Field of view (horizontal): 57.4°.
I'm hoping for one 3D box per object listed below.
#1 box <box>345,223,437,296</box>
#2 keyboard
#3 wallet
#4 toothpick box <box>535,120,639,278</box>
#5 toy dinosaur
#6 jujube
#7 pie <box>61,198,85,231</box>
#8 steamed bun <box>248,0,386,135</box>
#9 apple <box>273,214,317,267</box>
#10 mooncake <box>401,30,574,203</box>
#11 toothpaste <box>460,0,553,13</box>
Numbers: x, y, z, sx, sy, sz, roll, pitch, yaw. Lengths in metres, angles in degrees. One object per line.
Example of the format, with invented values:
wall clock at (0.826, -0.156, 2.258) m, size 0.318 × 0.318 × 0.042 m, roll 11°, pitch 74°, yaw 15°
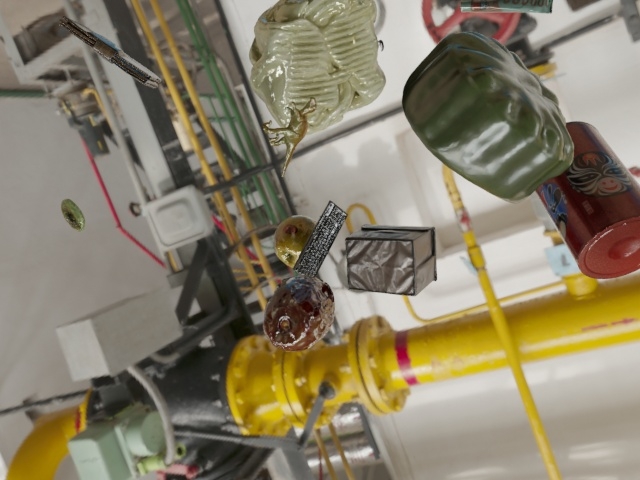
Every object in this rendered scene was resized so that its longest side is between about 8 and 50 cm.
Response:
box at (0.211, 0.057, 1.793) m, size 0.252 × 0.188 × 0.153 m, roll 5°, pitch -161°, yaw 34°
keyboard at (0.000, 0.000, 1.770) m, size 0.017 × 0.087 × 0.250 m, roll -1°, pitch -125°, yaw 58°
wallet at (-0.484, -0.436, 1.360) m, size 0.042 × 0.230 × 0.124 m, roll -52°, pitch -170°, yaw 5°
toothpick box at (0.626, -0.099, 1.356) m, size 0.204 × 0.204 × 0.333 m, roll -20°, pitch -135°, yaw 11°
toy dinosaur at (-0.050, -0.221, 1.249) m, size 0.126 × 0.162 × 0.039 m, roll -17°, pitch -144°, yaw 7°
jujube at (-0.054, 0.179, 1.453) m, size 0.183 × 0.183 × 0.243 m, roll -20°, pitch -178°, yaw 20°
pie at (-0.564, -0.055, 1.330) m, size 0.084 × 0.084 × 0.021 m, roll -16°, pitch -167°, yaw 48°
steamed bun at (-0.013, -0.462, 1.445) m, size 0.347 × 0.394 × 0.237 m, roll 20°, pitch -163°, yaw -34°
apple at (-0.072, 0.008, 1.893) m, size 0.182 × 0.182 × 0.155 m, roll -17°, pitch -146°, yaw 43°
mooncake at (0.330, -0.253, 1.136) m, size 0.351 × 0.351 × 0.187 m, roll -27°, pitch 164°, yaw -50°
toothpaste at (0.432, -0.553, 1.359) m, size 0.205 × 0.056 × 0.036 m, roll 7°, pitch -169°, yaw 22°
